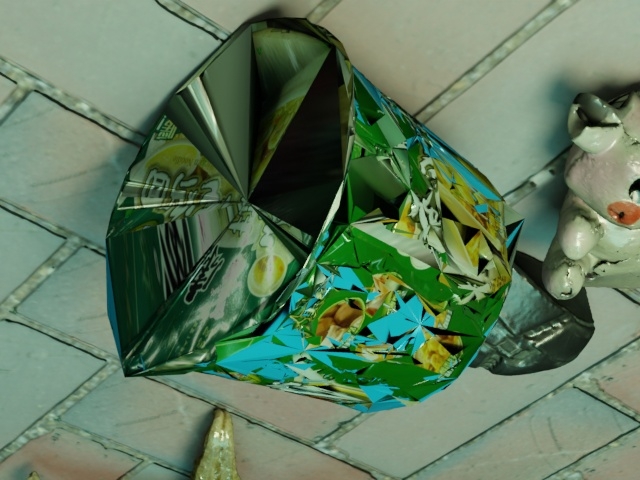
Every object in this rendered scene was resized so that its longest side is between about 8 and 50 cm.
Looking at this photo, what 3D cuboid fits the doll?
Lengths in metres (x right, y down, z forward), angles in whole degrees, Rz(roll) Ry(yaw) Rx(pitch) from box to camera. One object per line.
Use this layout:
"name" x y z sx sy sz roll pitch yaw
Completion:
"doll" 0.222 -0.035 0.841 0.149 0.095 0.192 0 137 -13

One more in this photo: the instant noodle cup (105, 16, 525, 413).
"instant noodle cup" 0.000 0.000 0.780 0.178 0.240 0.240 28 130 -38

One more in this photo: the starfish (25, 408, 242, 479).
"starfish" -0.122 0.319 1.154 0.375 0.094 0.327 -14 101 7

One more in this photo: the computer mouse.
"computer mouse" 0.143 0.061 0.967 0.192 0.062 0.106 28 129 -32
